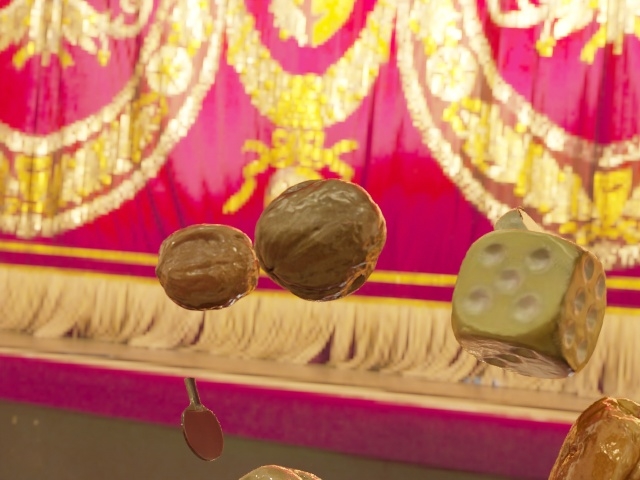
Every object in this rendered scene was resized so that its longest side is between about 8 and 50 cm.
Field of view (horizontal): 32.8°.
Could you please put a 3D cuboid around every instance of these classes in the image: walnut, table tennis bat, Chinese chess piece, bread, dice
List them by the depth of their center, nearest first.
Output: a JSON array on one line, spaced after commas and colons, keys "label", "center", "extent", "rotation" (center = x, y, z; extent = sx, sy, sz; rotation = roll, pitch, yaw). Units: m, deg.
[{"label": "bread", "center": [0.296, 0.347, 1.199], "extent": [0.149, 0.344, 0.195], "rotation": [24, 12, 12]}, {"label": "dice", "center": [0.295, 0.091, 1.538], "extent": [0.169, 0.169, 0.166], "rotation": [7, -21, 35]}, {"label": "walnut", "center": [-0.177, 0.040, 1.714], "extent": [0.166, 0.149, 0.166], "rotation": [5, 36, -3]}, {"label": "table tennis bat", "center": [-0.217, 0.320, 1.953], "extent": [0.014, 0.158, 0.095], "rotation": [-33, -28, 31]}, {"label": "walnut", "center": [0.000, 0.000, 2.264], "extent": [0.283, 0.283, 0.227], "rotation": [5, -15, -21]}, {"label": "Chinese chess piece", "center": [0.465, 0.016, 2.429], "extent": [0.083, 0.188, 0.188], "rotation": [-40, -19, 17]}]

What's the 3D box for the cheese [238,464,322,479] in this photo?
[{"label": "cheese", "center": [-0.079, 0.499, 1.986], "extent": [0.218, 0.235, 0.117], "rotation": [-14, 48, -26]}]
